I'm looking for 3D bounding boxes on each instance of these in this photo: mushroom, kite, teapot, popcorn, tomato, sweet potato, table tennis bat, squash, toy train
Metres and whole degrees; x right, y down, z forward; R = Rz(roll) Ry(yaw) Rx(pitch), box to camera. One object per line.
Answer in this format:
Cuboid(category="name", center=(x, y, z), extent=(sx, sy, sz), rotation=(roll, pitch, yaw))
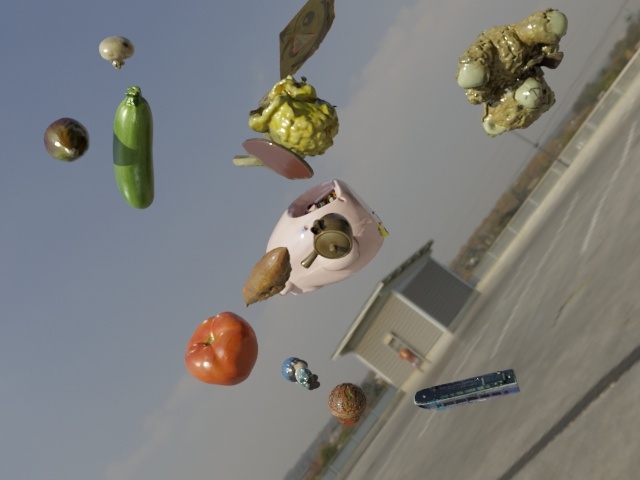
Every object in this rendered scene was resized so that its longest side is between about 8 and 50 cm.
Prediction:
Cuboid(category="mushroom", center=(-0.507, -0.467, 1.561), extent=(0.085, 0.085, 0.079), rotation=(-42, -36, -41))
Cuboid(category="kite", center=(-0.044, -0.601, 1.802), extent=(0.377, 0.013, 0.327), rotation=(-60, -12, 30))
Cuboid(category="teapot", center=(0.000, 0.000, 1.054), extent=(0.110, 0.085, 0.080), rotation=(-39, 30, 31))
Cuboid(category="popcorn", center=(-0.055, -0.287, 1.460), extent=(0.169, 0.189, 0.218), rotation=(-53, 20, 6))
Cuboid(category="tomato", center=(-0.306, 0.352, 1.991), extent=(0.260, 0.260, 0.180), rotation=(-50, -52, -12))
Cuboid(category="sweet potato", center=(-0.099, 0.073, 1.111), extent=(0.206, 0.068, 0.060), rotation=(-45, 9, 49))
Cuboid(category="table tennis bat", center=(-0.101, -0.151, 1.184), extent=(0.234, 0.131, 0.022), rotation=(9, 68, 56))
Cuboid(category="squash", center=(-0.494, -0.230, 1.653), extent=(0.107, 0.107, 0.395), rotation=(-42, -24, -41))
Cuboid(category="toy train", center=(0.117, 0.122, 0.503), extent=(0.083, 0.017, 0.017), rotation=(-17, 35, 16))

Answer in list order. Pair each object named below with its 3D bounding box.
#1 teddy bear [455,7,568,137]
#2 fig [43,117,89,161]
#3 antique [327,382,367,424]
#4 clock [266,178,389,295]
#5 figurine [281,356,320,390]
Cuboid(category="teddy bear", center=(0.431, -0.363, 1.409), extent=(0.267, 0.256, 0.156), rotation=(-27, 28, 1))
Cuboid(category="fig", center=(-0.623, -0.243, 1.547), extent=(0.109, 0.155, 0.103), rotation=(-50, -46, -5))
Cuboid(category="antique", center=(0.067, 0.404, 1.560), extent=(0.104, 0.104, 0.104), rotation=(-49, -13, -16))
Cuboid(category="clock", center=(-0.009, -0.010, 1.982), extent=(0.377, 0.250, 0.368), rotation=(-38, 22, 9))
Cuboid(category="figurine", center=(-0.058, 0.374, 1.724), extent=(0.079, 0.077, 0.136), rotation=(-20, 21, -13))
